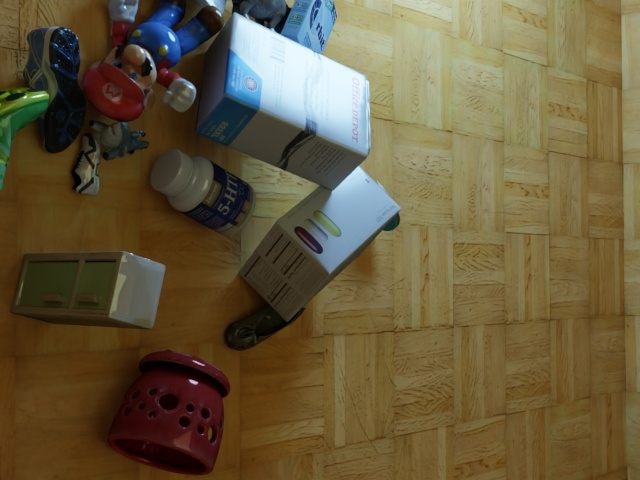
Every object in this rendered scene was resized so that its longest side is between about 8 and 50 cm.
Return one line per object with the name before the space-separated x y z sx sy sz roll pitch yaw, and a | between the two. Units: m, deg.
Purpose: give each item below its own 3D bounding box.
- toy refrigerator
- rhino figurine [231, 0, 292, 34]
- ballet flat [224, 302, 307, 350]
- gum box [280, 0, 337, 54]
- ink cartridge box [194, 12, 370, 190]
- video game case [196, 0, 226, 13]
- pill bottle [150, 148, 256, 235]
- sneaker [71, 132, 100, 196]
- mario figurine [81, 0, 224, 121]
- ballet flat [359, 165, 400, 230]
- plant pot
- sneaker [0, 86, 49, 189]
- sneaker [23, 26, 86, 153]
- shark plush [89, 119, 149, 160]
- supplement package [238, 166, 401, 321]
toy refrigerator | -0.370 0.076 1.543 0.094 0.269 0.102 23 72 -45
rhino figurine | -0.107 -0.461 1.992 0.243 0.073 0.106 10 86 -64
ballet flat | -0.093 0.153 2.007 0.249 0.058 0.084 -29 111 -45
gum box | -0.021 -0.451 2.072 0.157 0.041 0.184 71 35 -61
ink cartridge box | -0.067 -0.261 1.883 0.307 0.129 0.223 21 48 -24
video game case | -0.234 -0.530 1.861 0.190 0.022 0.173 50 33 -34
pill bottle | -0.220 -0.093 1.836 0.186 0.112 0.112 30 67 -43
sneaker | -0.402 -0.131 1.688 0.043 0.040 0.109 2 82 -37
mario figurine | -0.289 -0.335 1.713 0.321 0.198 0.170 -59 145 -37
ballet flat | 0.101 -0.118 2.225 0.248 0.086 0.086 43 58 -37
plant pot | -0.255 0.300 1.730 0.191 0.191 0.174 43 51 -38
sneaker | -0.529 -0.134 1.515 0.295 0.109 0.124 -50 138 -32
sneaker | -0.441 -0.249 1.627 0.080 0.081 0.211 -21 122 -54
shark plush | -0.334 -0.170 1.722 0.073 0.067 0.161 69 12 20
supplement package | 0.000 0.000 1.977 0.145 0.204 0.262 45 49 4
